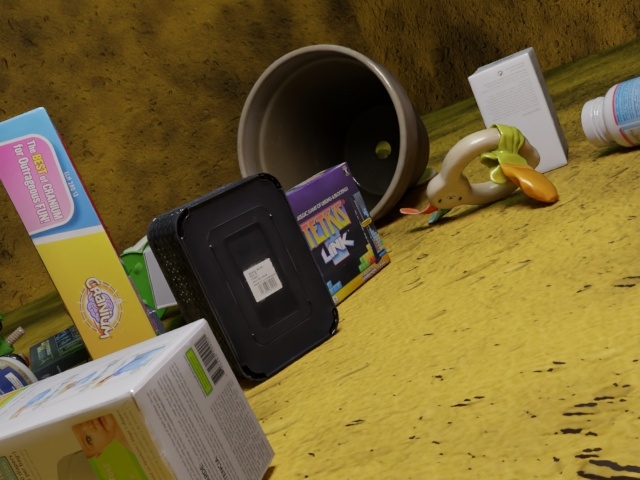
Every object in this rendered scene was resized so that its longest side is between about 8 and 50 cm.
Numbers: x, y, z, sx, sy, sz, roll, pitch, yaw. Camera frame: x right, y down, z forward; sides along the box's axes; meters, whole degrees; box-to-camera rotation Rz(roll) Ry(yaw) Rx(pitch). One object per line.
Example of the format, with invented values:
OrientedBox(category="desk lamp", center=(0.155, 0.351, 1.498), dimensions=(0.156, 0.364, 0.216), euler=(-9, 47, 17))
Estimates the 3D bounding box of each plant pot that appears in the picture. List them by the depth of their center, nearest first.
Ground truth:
OrientedBox(category="plant pot", center=(0.058, -0.169, 1.323), dimensions=(0.323, 0.323, 0.280), euler=(-19, -6, 29))

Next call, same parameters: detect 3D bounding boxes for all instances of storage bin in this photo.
OrientedBox(category="storage bin", center=(-0.076, 0.036, 0.730), dimensions=(0.122, 0.180, 0.084), euler=(-29, 10, -31))

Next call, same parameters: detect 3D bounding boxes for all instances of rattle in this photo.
OrientedBox(category="rattle", center=(0.206, -0.045, 0.964), dimensions=(0.199, 0.143, 0.130), euler=(-36, -29, 22))

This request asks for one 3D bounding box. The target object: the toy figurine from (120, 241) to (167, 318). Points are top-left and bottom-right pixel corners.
OrientedBox(category="toy figurine", center=(-0.269, 0.056, 1.297), dimensions=(0.173, 0.130, 0.159), euler=(-53, -12, 19))

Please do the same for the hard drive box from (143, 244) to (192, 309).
OrientedBox(category="hard drive box", center=(-0.141, 0.023, 1.117), dimensions=(0.232, 0.089, 0.181), euler=(-12, 7, -7))

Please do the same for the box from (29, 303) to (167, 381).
OrientedBox(category="box", center=(-0.335, 0.157, 1.091), dimensions=(0.183, 0.059, 0.232), euler=(-27, 10, -20))

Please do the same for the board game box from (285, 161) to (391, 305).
OrientedBox(category="board game box", center=(0.000, 0.000, 0.874), dimensions=(0.048, 0.141, 0.170), euler=(-16, 12, 41))

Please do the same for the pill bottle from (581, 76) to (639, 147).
OrientedBox(category="pill bottle", center=(0.422, -0.169, 0.933), dimensions=(0.087, 0.087, 0.160), euler=(-31, 12, -37))

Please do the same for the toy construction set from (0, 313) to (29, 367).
OrientedBox(category="toy construction set", center=(-0.626, 0.221, 1.161), dimensions=(0.237, 0.257, 0.309), euler=(-43, 35, -8))

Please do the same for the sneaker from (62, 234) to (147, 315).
OrientedBox(category="sneaker", center=(-0.394, 0.063, 1.553), dimensions=(0.148, 0.131, 0.350), euler=(-9, 18, 45))

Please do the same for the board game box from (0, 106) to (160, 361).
OrientedBox(category="board game box", center=(-0.248, 0.028, 0.791), dimensions=(0.064, 0.317, 0.242), euler=(-26, 10, -14))

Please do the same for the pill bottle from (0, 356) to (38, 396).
OrientedBox(category="pill bottle", center=(-0.419, 0.215, 0.861), dimensions=(0.094, 0.094, 0.169), euler=(-19, 10, 28))

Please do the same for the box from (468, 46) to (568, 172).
OrientedBox(category="box", center=(0.300, -0.189, 1.096), dimensions=(0.091, 0.171, 0.130), euler=(-19, 10, 23))

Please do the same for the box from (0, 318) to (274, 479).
OrientedBox(category="box", center=(-0.153, 0.149, 0.486), dimensions=(0.203, 0.114, 0.103), euler=(-21, 11, 21))

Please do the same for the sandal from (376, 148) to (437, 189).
OrientedBox(category="sandal", center=(0.123, -0.147, 1.498), dimensions=(0.240, 0.079, 0.088), euler=(-1, 34, 49))
